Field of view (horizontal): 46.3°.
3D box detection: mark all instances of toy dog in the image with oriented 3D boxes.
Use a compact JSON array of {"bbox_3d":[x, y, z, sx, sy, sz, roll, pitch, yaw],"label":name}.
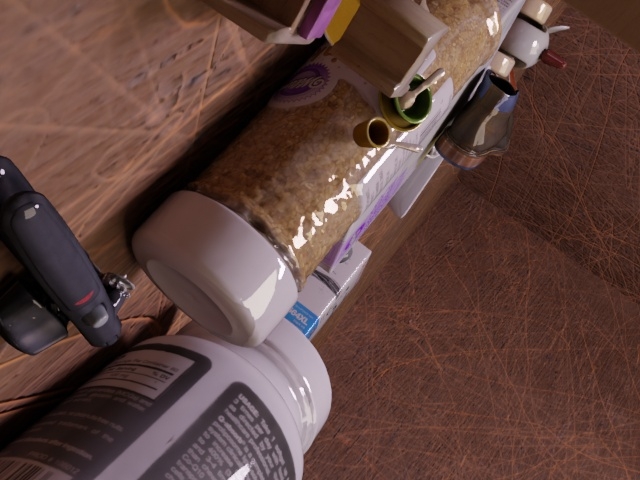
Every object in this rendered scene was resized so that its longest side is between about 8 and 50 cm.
[{"bbox_3d":[0.418,-0.384,1.487,0.334,0.161,0.220,-43,166,-52],"label":"toy dog"}]

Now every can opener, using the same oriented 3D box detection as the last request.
[{"bbox_3d":[-0.140,0.018,0.396,0.073,0.059,0.186,-49,171,-26],"label":"can opener"}]

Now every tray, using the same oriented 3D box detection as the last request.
[{"bbox_3d":[0.170,-0.178,1.221,0.270,0.030,0.145,-57,-149,16],"label":"tray"}]

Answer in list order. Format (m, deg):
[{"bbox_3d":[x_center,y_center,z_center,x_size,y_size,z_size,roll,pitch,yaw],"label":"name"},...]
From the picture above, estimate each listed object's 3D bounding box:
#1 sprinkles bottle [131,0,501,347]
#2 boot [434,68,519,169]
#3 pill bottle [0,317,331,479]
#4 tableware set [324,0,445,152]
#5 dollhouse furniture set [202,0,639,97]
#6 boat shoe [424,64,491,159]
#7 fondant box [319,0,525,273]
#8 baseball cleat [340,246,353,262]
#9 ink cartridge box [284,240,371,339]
[{"bbox_3d":[0.010,-0.083,0.602,0.355,0.121,0.121,-50,171,-24],"label":"sprinkles bottle"},{"bbox_3d":[0.228,-0.167,0.960,0.106,0.082,0.219,-57,171,35],"label":"boot"},{"bbox_3d":[-0.141,0.208,0.622,0.363,0.210,0.210,-42,165,-54],"label":"pill bottle"},{"bbox_3d":[0.046,-0.141,0.536,0.024,0.104,0.154,1,-92,55],"label":"tableware set"},{"bbox_3d":[0.154,-0.177,0.403,0.286,0.303,0.198,-59,170,27],"label":"dollhouse furniture set"},{"bbox_3d":[0.159,-0.168,1.134,0.267,0.088,0.096,-57,161,11],"label":"boat shoe"},{"bbox_3d":[0.088,-0.147,0.866,0.330,0.096,0.238,-49,170,-27],"label":"fondant box"},{"bbox_3d":[0.000,0.000,1.111,0.109,0.072,0.206,-37,162,-15],"label":"baseball cleat"},{"bbox_3d":[-0.011,0.092,1.292,0.203,0.086,0.148,-49,170,-24],"label":"ink cartridge box"}]
